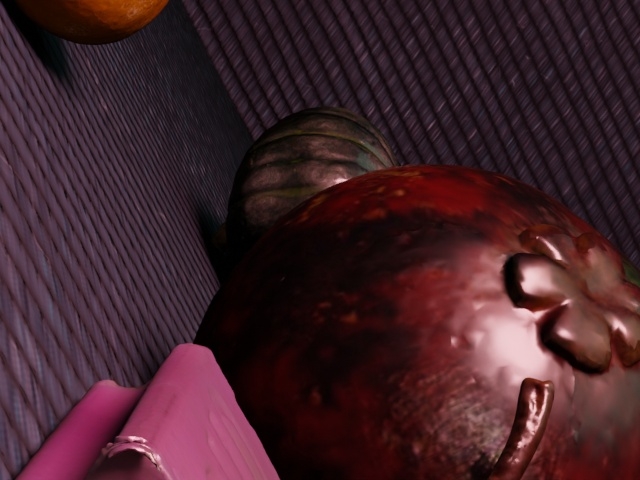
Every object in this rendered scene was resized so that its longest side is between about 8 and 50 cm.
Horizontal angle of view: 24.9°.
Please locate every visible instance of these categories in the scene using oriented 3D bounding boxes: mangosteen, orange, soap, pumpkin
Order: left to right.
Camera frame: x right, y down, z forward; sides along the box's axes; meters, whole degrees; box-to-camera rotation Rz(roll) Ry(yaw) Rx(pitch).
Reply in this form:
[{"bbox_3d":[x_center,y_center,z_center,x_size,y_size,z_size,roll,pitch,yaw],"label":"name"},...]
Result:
[{"bbox_3d":[-0.156,-0.212,0.973,0.159,0.136,0.159,-22,90,-87],"label":"orange"},{"bbox_3d":[-0.054,0.114,0.551,0.122,0.066,0.203,63,3,-5],"label":"soap"},{"bbox_3d":[0.000,0.000,1.358,0.250,0.216,0.249,5,90,-73],"label":"pumpkin"},{"bbox_3d":[0.062,0.106,0.801,0.311,0.311,0.311,63,3,-5],"label":"mangosteen"}]

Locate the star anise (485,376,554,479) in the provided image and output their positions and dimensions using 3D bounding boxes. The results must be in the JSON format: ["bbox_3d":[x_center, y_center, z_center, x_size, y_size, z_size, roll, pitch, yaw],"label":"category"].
[{"bbox_3d":[0.028,0.174,0.547,0.073,0.177,0.234,29,33,7],"label":"star anise"}]
